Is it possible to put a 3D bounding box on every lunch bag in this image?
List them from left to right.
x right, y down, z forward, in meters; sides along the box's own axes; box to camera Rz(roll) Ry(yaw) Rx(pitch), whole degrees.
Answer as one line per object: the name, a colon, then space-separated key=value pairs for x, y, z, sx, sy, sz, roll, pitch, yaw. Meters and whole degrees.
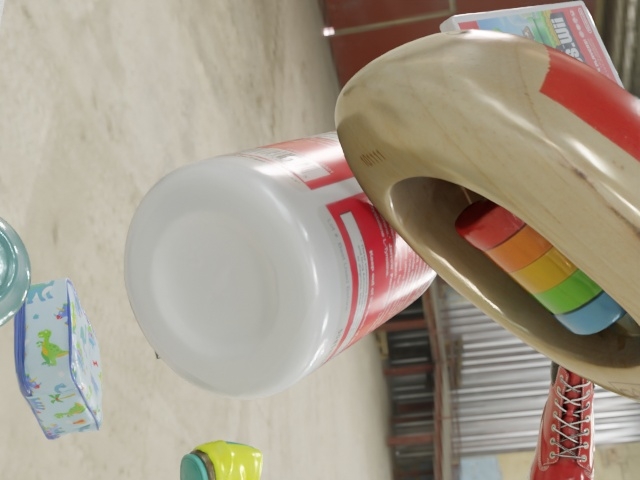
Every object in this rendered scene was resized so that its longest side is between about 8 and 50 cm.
lunch bag: x=-0.363 y=0.164 z=1.207 sx=0.219 sy=0.090 sz=0.176 roll=92 pitch=-12 yaw=-57

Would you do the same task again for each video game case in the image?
video game case: x=0.276 y=-0.184 z=1.036 sx=0.285 sy=0.025 sz=0.204 roll=-19 pitch=84 yaw=-41

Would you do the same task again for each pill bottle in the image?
pill bottle: x=0.000 y=0.000 z=0.947 sx=0.408 sy=0.229 sz=0.229 roll=-23 pitch=107 yaw=-58

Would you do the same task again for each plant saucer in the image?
plant saucer: x=-0.294 y=0.020 z=0.707 sx=0.021 sy=0.119 sz=0.119 roll=-29 pitch=-121 yaw=52

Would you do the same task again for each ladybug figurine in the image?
ladybug figurine: x=0.217 y=-0.020 z=0.752 sx=0.449 sy=0.162 sz=0.305 roll=41 pitch=-18 yaw=-13

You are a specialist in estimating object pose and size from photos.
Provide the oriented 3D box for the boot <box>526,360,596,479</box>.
boot: x=0.323 y=0.255 z=1.132 sx=0.244 sy=0.089 sz=0.176 roll=-70 pitch=162 yaw=-49

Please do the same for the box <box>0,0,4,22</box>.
box: x=-0.587 y=-0.374 z=1.301 sx=0.119 sy=0.182 sz=0.181 roll=62 pitch=-34 yaw=12

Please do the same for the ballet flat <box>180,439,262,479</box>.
ballet flat: x=-0.082 y=0.282 z=0.738 sx=0.077 sy=0.077 sz=0.230 roll=0 pitch=97 yaw=-40

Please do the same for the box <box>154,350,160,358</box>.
box: x=-0.229 y=0.137 z=1.598 sx=0.147 sy=0.180 sz=0.077 roll=94 pitch=-18 yaw=-56
